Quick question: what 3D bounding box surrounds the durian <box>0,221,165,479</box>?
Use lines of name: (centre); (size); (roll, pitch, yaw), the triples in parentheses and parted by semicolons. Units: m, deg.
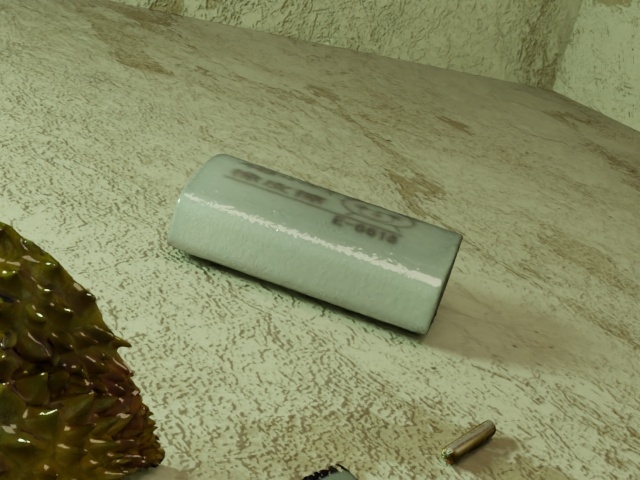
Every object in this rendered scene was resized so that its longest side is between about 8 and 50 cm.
durian: (-0.233, 0.060, 0.776); (0.260, 0.187, 0.154); (4, 10, 4)

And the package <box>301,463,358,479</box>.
package: (-0.003, 0.208, 0.675); (0.194, 0.071, 0.269); (22, 30, 24)

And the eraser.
eraser: (0.000, 0.000, 1.292); (0.270, 0.095, 0.174); (18, 19, 8)

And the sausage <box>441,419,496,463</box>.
sausage: (0.119, 0.160, 1.020); (0.015, 0.015, 0.100); (24, 19, 24)
